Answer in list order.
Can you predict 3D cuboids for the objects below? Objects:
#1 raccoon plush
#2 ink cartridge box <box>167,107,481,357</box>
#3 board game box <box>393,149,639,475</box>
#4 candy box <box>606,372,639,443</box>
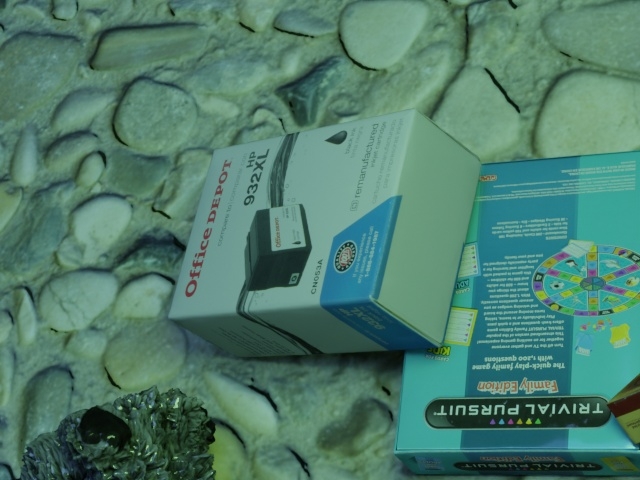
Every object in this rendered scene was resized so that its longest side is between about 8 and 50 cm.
[{"bbox_3d":[-0.209,0.365,1.451,0.446,0.216,0.299,-41,65,34],"label":"raccoon plush"},{"bbox_3d":[0.000,0.000,1.478,0.307,0.129,0.223,-7,60,43],"label":"ink cartridge box"},{"bbox_3d":[0.222,0.076,1.430,0.253,0.079,0.336,-4,62,23],"label":"board game box"},{"bbox_3d":[0.369,0.112,1.281,0.186,0.109,0.053,-32,86,-33],"label":"candy box"}]
